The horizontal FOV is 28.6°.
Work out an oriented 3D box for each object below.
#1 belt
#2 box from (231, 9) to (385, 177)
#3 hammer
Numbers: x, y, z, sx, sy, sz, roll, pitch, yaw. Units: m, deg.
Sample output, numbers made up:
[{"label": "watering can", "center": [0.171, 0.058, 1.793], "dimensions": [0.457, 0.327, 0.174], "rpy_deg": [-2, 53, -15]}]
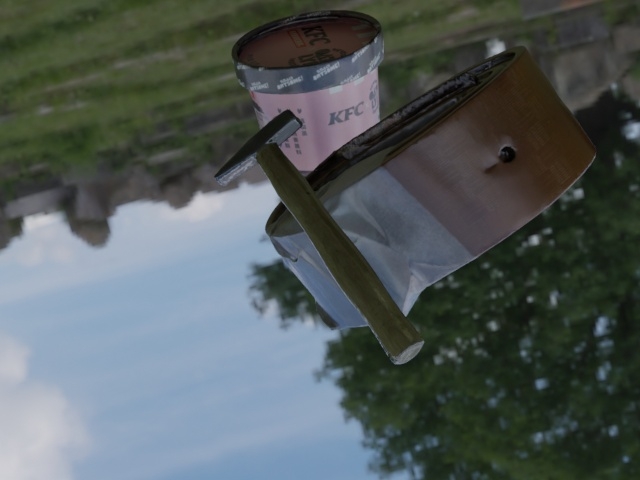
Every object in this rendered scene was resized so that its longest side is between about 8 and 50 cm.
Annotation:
[{"label": "belt", "center": [0.068, -0.034, 0.875], "dimensions": [0.261, 0.105, 0.184], "rpy_deg": [-26, -165, 48]}, {"label": "box", "center": [-0.005, -0.143, 1.266], "dimensions": [0.151, 0.135, 0.151], "rpy_deg": [-7, -151, 4]}, {"label": "hammer", "center": [0.000, 0.000, 0.698], "dimensions": [0.062, 0.013, 0.199], "rpy_deg": [-39, -133, 4]}]
